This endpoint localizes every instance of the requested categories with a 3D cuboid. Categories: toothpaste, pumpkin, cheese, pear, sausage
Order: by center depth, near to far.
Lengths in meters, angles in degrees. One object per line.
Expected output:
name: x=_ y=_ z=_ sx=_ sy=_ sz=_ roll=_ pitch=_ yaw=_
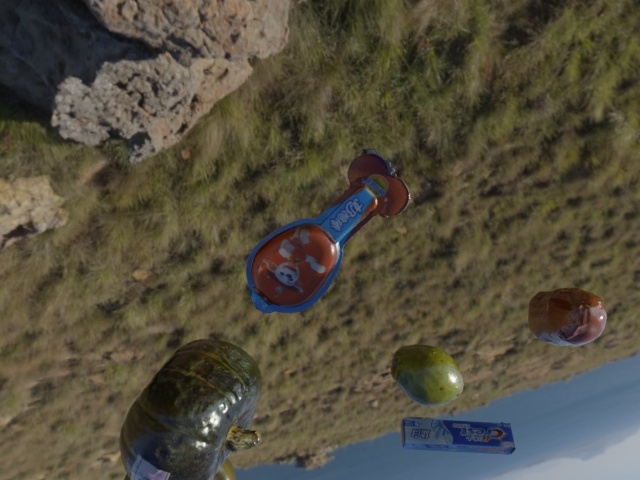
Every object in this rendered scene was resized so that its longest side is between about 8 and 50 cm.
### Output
cheese: x=0.000 y=0.000 z=0.599 sx=0.256 sy=0.106 sz=0.037 roll=-44 pitch=-175 yaw=17
pumpkin: x=-0.182 y=0.282 z=0.754 sx=0.189 sy=0.260 sz=0.260 roll=27 pitch=141 yaw=3
pear: x=0.187 y=0.232 z=0.837 sx=0.132 sy=0.107 sz=0.107 roll=19 pitch=142 yaw=-2
sausage: x=0.559 y=0.178 z=1.110 sx=0.133 sy=0.133 sz=0.258 roll=-19 pitch=169 yaw=-1
toothpaste: x=0.340 y=0.490 z=1.209 sx=0.273 sy=0.066 sz=0.053 roll=3 pitch=137 yaw=1

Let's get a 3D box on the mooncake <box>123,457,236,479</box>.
mooncake: x=-0.300 y=0.513 z=1.008 sx=0.235 sy=0.234 sz=0.117 roll=-14 pitch=169 yaw=-8
